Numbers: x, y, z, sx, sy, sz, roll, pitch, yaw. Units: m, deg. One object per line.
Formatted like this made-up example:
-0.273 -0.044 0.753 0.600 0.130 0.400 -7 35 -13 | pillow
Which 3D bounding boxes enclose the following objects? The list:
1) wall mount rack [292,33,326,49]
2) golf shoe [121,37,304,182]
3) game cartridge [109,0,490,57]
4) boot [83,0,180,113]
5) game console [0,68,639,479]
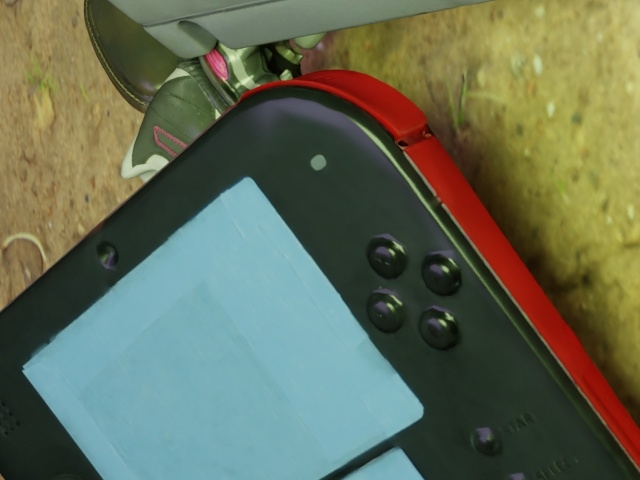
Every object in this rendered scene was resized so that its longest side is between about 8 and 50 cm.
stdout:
-0.015 -0.280 0.962 0.304 0.130 0.350 75 171 -66 | wall mount rack
0.000 0.000 0.988 0.120 0.105 0.273 -47 62 14 | golf shoe
-0.006 -0.183 0.806 0.355 0.230 0.068 -5 56 41 | game cartridge
-0.113 -0.185 1.118 0.106 0.082 0.219 90 169 -53 | boot
-0.010 0.125 0.943 0.386 0.060 0.342 -37 85 42 | game console
